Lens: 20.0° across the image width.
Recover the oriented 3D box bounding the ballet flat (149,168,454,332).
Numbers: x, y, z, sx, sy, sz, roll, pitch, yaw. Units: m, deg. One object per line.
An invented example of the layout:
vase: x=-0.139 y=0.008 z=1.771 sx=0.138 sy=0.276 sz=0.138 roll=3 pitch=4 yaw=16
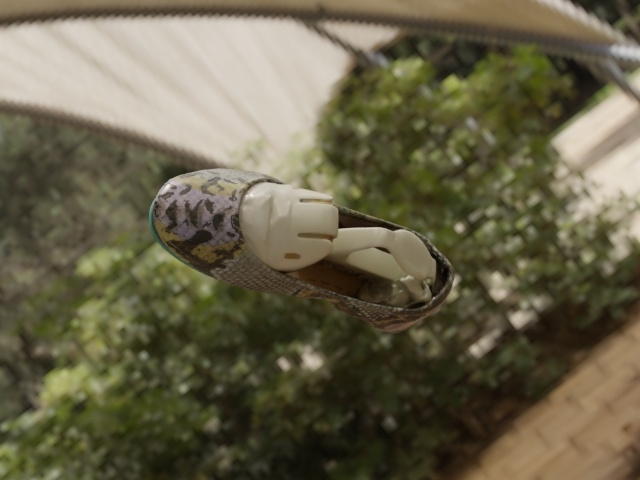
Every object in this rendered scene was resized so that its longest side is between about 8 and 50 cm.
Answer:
ballet flat: x=0.000 y=0.000 z=0.580 sx=0.114 sy=0.041 sz=0.041 roll=20 pitch=-41 yaw=-38
